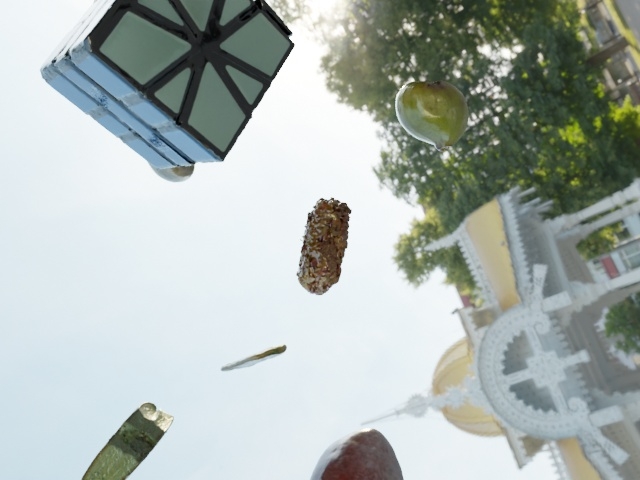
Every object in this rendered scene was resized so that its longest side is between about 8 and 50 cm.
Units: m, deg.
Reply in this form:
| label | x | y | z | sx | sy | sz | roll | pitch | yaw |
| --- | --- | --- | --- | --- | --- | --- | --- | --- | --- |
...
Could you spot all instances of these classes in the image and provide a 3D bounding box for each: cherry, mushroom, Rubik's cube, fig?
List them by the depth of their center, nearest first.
| label | x | y | z | sx | sy | sz | roll | pitch | yaw |
| --- | --- | --- | --- | --- | --- | --- | --- | --- | --- |
| Rubik's cube | -0.266 | -0.322 | 1.051 | 0.288 | 0.283 | 0.294 | 42 | -114 | -31 |
| fig | 0.218 | -0.251 | 1.153 | 0.135 | 0.121 | 0.153 | 4 | -151 | -34 |
| cherry | 0.104 | 0.682 | 1.539 | 0.335 | 0.291 | 0.326 | -80 | -27 | -43 |
| mushroom | -0.426 | -0.284 | 1.742 | 0.206 | 0.209 | 0.206 | 39 | 167 | 11 |

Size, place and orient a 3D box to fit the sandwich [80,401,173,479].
| label | x | y | z | sx | sy | sz | roll | pitch | yaw |
| --- | --- | --- | --- | --- | --- | --- | --- | --- | --- |
| sandwich | -0.416 | 0.447 | 1.321 | 0.090 | 0.088 | 0.244 | 42 | -137 | -2 |

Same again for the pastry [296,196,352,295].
| label | x | y | z | sx | sy | sz | roll | pitch | yaw |
| --- | --- | --- | --- | --- | --- | --- | --- | --- | --- |
| pastry | 0.002 | 0.000 | 0.941 | 0.063 | 0.087 | 0.170 | 40 | -131 | -49 |

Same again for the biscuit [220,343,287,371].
| label | x | y | z | sx | sy | sz | roll | pitch | yaw |
| --- | --- | --- | --- | --- | --- | --- | --- | --- | --- |
| biscuit | -0.183 | 0.320 | 1.617 | 0.118 | 0.247 | 0.029 | -5 | -107 | -39 |
